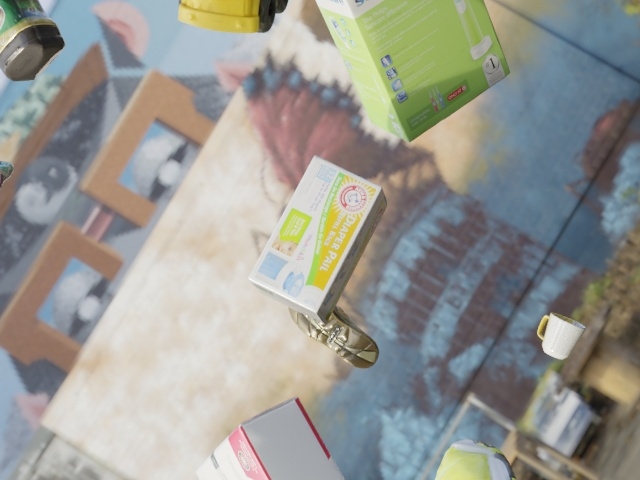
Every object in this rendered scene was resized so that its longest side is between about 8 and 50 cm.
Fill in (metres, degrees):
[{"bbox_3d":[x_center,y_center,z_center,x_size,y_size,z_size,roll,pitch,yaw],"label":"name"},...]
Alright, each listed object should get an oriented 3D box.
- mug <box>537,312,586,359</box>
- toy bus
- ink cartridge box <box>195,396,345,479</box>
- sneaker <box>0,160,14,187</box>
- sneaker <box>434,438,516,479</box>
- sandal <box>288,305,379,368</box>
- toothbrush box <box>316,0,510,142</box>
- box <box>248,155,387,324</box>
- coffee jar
[{"bbox_3d":[0.396,0.159,1.997,0.078,0.062,0.064,-84,15,-82],"label":"mug"},{"bbox_3d":[-0.135,-0.459,1.952,0.220,0.149,0.211,-62,-21,-58],"label":"toy bus"},{"bbox_3d":[-0.064,0.336,1.635,0.100,0.172,0.237,-23,-14,-28],"label":"ink cartridge box"},{"bbox_3d":[-0.297,-0.024,1.038,0.098,0.038,0.069,-36,-55,-44],"label":"sneaker"},{"bbox_3d":[0.094,0.331,1.089,0.384,0.147,0.145,-73,-11,-47],"label":"sneaker"},{"bbox_3d":[0.020,0.130,1.892,0.072,0.180,0.049,-54,-9,22],"label":"sandal"},{"bbox_3d":[0.134,-0.326,1.819,0.206,0.122,0.283,-36,-56,-13],"label":"toothbrush box"},{"bbox_3d":[0.000,0.000,1.718,0.203,0.114,0.103,-63,-13,-9],"label":"box"},{"bbox_3d":[-0.421,-0.310,1.637,0.096,0.184,0.079,-37,-14,34],"label":"coffee jar"}]
